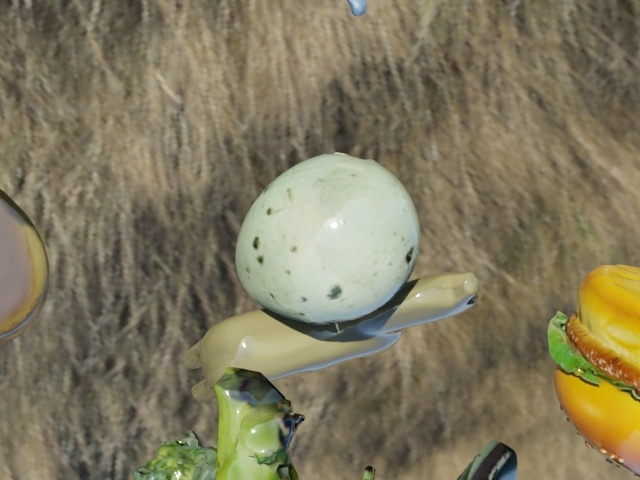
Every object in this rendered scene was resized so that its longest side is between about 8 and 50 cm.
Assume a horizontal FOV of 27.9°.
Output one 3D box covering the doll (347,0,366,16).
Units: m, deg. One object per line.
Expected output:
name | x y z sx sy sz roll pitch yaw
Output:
doll | -0.023 -0.275 1.131 0.067 0.206 0.110 -29 158 -24

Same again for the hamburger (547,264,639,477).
hamburger | 0.321 0.131 1.165 0.246 0.246 0.170 -4 112 -55

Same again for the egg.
egg | 0.000 0.000 0.998 0.164 0.131 0.131 -13 180 40

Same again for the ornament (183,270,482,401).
ornament | 0.013 0.076 1.095 0.230 0.061 0.245 -12 171 -19

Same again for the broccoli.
broccoli | -0.029 0.140 0.605 0.167 0.154 0.160 -79 175 -71

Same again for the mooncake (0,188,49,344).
mooncake | -0.446 0.027 1.524 0.235 0.235 0.117 -35 174 -20

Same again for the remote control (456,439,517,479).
remote control | 0.090 0.194 0.829 0.222 0.042 0.072 -36 146 -67
